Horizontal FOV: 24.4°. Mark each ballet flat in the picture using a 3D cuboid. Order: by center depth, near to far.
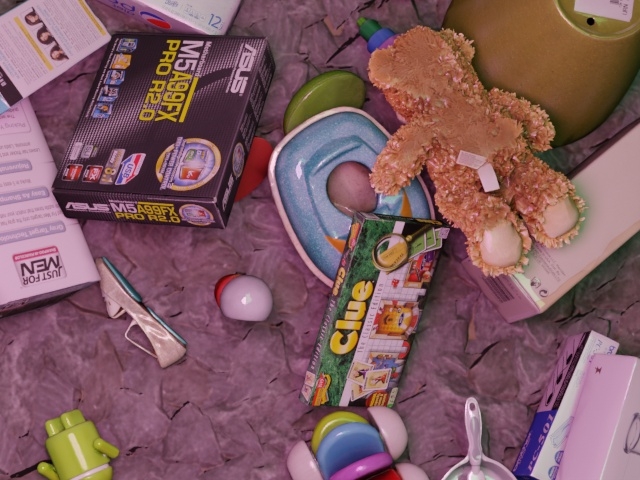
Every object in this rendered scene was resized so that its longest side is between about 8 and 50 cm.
[{"bbox_3d":[-0.242,0.095,1.897,0.052,0.057,0.168,-43,89,-3],"label":"ballet flat"}]

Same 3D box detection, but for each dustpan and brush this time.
[{"bbox_3d":[0.201,0.311,1.925,0.147,0.060,0.211,-4,82,-9],"label":"dustpan and brush"}]

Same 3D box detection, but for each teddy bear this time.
[{"bbox_3d":[0.185,-0.107,1.851,0.338,0.113,0.245,40,75,10],"label":"teddy bear"}]

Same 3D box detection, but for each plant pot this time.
[{"bbox_3d":[0.321,-0.285,1.921,0.274,0.293,0.275,1,80,-9],"label":"plant pot"}]

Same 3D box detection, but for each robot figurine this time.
[{"bbox_3d":[-0.301,0.271,1.851,0.101,0.067,0.115,-25,85,16],"label":"robot figurine"}]

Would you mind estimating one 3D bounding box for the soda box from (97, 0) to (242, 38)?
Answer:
[{"bbox_3d":[-0.242,-0.353,1.948,0.286,0.091,0.098,25,79,-4],"label":"soda box"}]

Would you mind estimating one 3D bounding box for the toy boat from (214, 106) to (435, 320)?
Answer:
[{"bbox_3d":[0.000,0.000,1.889,0.318,0.148,0.267,-37,101,-8],"label":"toy boat"}]

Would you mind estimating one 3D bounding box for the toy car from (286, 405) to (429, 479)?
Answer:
[{"bbox_3d":[0.052,0.301,1.861,0.159,0.136,0.182,-23,85,-6],"label":"toy car"}]

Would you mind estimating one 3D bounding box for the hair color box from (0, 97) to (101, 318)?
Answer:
[{"bbox_3d":[-0.432,-0.089,1.820,0.185,0.113,0.374,-15,81,-54],"label":"hair color box"}]

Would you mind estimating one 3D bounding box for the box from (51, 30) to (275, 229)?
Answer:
[{"bbox_3d":[-0.192,-0.143,1.853,0.216,0.060,0.270,4,55,17],"label":"box"}]

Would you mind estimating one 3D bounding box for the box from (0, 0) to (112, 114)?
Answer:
[{"bbox_3d":[-0.366,-0.238,1.846,0.100,0.060,0.244,55,35,-10],"label":"box"}]

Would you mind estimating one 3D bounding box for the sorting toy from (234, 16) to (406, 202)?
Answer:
[{"bbox_3d":[-0.044,-0.191,1.964,0.365,0.127,0.126,-34,60,-13],"label":"sorting toy"}]

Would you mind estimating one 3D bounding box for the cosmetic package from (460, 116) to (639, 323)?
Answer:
[{"bbox_3d":[0.348,-0.032,1.955,0.309,0.160,0.113,-38,89,-11],"label":"cosmetic package"}]

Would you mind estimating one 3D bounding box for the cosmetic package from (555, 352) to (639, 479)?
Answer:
[{"bbox_3d":[0.424,0.367,1.885,0.284,0.097,0.377,23,79,-24],"label":"cosmetic package"}]

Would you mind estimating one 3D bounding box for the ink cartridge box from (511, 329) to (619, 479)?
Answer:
[{"bbox_3d":[0.320,0.223,1.939,0.046,0.097,0.207,26,78,-4],"label":"ink cartridge box"}]

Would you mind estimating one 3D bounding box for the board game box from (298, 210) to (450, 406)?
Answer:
[{"bbox_3d":[0.068,0.091,1.872,0.136,0.030,0.260,6,110,-30],"label":"board game box"}]
